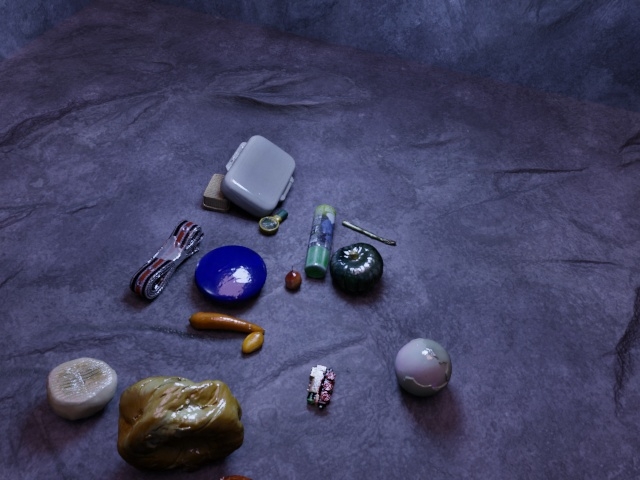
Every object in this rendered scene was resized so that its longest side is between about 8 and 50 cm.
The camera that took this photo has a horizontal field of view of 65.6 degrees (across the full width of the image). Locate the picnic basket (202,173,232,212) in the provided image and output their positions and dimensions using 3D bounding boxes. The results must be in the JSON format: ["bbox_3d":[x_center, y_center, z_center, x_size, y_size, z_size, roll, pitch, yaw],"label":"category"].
[{"bbox_3d":[-0.430,-0.205,2.149,0.115,0.079,0.164,11,49,4],"label":"picnic basket"}]

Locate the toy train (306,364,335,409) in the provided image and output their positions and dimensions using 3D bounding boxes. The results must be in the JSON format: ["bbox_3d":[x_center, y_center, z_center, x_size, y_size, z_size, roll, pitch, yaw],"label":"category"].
[{"bbox_3d":[-0.001,0.477,1.617,0.087,0.050,0.137,10,50,9],"label":"toy train"}]

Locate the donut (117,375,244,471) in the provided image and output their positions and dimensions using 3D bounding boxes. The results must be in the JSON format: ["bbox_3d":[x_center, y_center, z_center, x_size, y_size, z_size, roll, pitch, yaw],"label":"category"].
[{"bbox_3d":[-0.382,0.499,1.354,0.361,0.360,0.170,-6,47,-11],"label":"donut"}]

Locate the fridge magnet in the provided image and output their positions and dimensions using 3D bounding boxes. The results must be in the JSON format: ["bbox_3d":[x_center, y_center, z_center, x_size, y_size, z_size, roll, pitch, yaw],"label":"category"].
[{"bbox_3d":[-0.332,0.127,1.847,0.266,0.112,0.265,3,49,-4],"label":"fridge magnet"}]

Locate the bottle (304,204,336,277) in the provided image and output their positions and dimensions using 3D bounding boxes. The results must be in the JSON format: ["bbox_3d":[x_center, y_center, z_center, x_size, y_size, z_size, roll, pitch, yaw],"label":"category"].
[{"bbox_3d":[0.000,0.000,2.006,0.093,0.093,0.329,9,49,2],"label":"bottle"}]

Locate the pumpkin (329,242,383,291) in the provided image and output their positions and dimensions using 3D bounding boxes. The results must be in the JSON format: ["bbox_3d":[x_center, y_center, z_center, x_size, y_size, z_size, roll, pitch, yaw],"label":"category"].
[{"bbox_3d":[0.137,0.097,1.895,0.212,0.152,0.211,2,43,-2],"label":"pumpkin"}]

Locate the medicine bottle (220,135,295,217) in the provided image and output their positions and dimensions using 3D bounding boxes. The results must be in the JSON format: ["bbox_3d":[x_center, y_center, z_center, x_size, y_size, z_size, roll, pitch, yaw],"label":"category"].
[{"bbox_3d":[-0.265,-0.281,2.158,0.282,0.123,0.375,33,45,-12],"label":"medicine bottle"}]

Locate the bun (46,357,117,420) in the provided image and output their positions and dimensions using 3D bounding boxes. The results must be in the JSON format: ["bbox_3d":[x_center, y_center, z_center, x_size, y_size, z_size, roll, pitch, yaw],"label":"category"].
[{"bbox_3d":[-0.724,0.454,1.515,0.193,0.127,0.178,-18,52,-35],"label":"bun"}]

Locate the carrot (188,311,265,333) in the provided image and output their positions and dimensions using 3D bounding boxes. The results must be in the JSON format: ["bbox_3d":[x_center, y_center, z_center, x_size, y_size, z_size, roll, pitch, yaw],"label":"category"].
[{"bbox_3d":[-0.329,0.289,1.733,0.272,0.066,0.062,5,9,1],"label":"carrot"}]

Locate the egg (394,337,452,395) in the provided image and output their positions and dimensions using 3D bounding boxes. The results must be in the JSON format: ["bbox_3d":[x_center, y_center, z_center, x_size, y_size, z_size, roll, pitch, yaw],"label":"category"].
[{"bbox_3d":[0.334,0.404,1.604,0.183,0.217,0.183,3,52,-4],"label":"egg"}]

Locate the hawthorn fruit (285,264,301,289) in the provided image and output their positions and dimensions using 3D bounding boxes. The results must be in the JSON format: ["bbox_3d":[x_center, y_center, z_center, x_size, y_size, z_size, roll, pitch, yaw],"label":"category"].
[{"bbox_3d":[-0.106,0.135,1.872,0.067,0.103,0.066,-8,33,5],"label":"hawthorn fruit"}]

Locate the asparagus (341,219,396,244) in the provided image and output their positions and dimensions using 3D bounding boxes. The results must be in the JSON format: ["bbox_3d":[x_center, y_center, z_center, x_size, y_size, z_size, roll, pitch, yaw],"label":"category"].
[{"bbox_3d":[0.204,-0.031,2.101,0.249,0.025,0.024,24,8,15],"label":"asparagus"}]

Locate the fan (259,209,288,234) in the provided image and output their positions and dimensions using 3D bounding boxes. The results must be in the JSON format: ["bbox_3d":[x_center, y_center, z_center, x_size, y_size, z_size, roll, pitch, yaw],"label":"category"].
[{"bbox_3d":[-0.192,-0.079,2.091,0.082,0.039,0.155,32,52,21],"label":"fan"}]

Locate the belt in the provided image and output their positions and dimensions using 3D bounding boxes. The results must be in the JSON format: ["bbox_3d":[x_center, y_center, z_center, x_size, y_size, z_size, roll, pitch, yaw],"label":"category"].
[{"bbox_3d":[-0.571,0.067,1.868,0.094,0.126,0.359,21,51,14],"label":"belt"}]

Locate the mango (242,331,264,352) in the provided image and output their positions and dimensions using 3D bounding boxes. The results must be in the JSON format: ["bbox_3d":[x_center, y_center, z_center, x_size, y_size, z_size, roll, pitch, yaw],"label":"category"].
[{"bbox_3d":[-0.233,0.351,1.704,0.060,0.046,0.089,33,58,21],"label":"mango"}]

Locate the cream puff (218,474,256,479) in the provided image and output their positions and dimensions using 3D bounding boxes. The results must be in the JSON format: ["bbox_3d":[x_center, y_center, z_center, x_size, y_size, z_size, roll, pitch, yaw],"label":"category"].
[{"bbox_3d":[-0.222,0.758,1.233,0.351,0.228,0.350,5,49,-5],"label":"cream puff"}]
